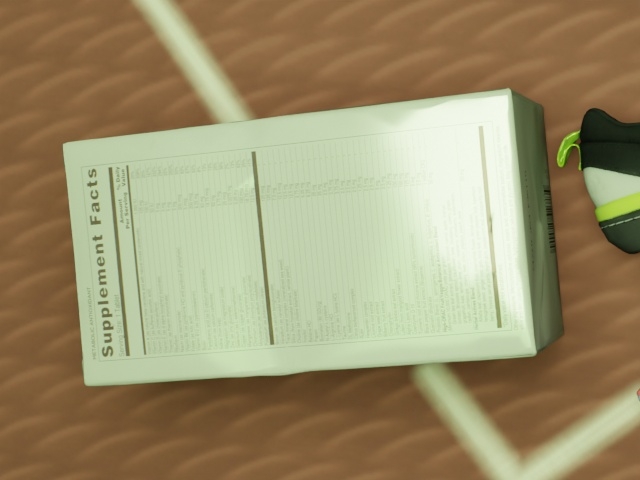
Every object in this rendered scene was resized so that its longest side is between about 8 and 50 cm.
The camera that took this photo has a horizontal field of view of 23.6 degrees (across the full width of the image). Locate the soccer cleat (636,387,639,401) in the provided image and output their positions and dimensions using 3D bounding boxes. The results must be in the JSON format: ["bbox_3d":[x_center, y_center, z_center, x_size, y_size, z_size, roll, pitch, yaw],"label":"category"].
[{"bbox_3d":[0.271,0.024,0.800,0.095,0.083,0.248,39,103,16],"label":"soccer cleat"}]

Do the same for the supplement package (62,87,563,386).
[{"bbox_3d":[0.000,0.000,0.843,0.244,0.134,0.139,-5,90,15],"label":"supplement package"}]

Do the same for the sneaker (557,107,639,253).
[{"bbox_3d":[0.237,-0.074,0.803,0.234,0.084,0.097,-23,83,15],"label":"sneaker"}]
